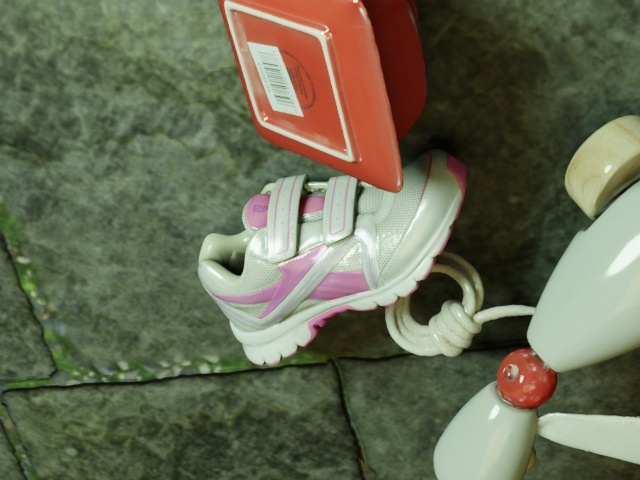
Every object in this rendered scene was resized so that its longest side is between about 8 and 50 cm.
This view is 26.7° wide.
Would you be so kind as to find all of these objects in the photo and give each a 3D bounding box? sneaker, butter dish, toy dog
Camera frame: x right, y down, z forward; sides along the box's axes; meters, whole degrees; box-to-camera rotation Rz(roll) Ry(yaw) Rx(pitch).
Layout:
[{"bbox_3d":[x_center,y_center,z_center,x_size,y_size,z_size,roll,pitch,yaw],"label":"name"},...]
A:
[{"bbox_3d":[0.000,0.000,1.038,0.252,0.103,0.111,-34,118,27],"label":"sneaker"},{"bbox_3d":[0.019,-0.137,0.931,0.160,0.118,0.160,25,142,41],"label":"butter dish"},{"bbox_3d":[0.223,0.060,1.026,0.161,0.220,0.333,9,144,-41],"label":"toy dog"}]
